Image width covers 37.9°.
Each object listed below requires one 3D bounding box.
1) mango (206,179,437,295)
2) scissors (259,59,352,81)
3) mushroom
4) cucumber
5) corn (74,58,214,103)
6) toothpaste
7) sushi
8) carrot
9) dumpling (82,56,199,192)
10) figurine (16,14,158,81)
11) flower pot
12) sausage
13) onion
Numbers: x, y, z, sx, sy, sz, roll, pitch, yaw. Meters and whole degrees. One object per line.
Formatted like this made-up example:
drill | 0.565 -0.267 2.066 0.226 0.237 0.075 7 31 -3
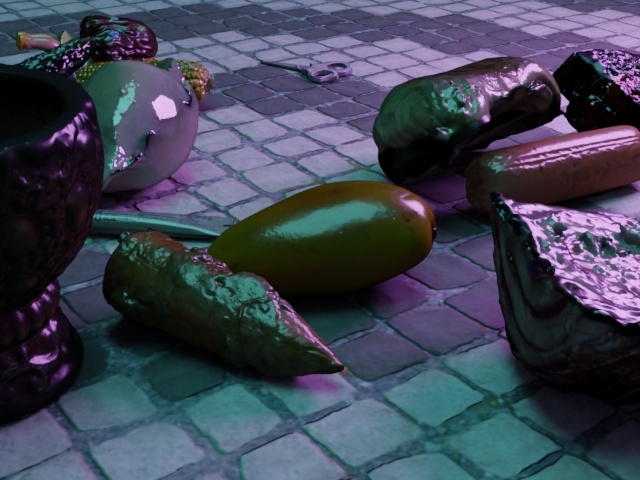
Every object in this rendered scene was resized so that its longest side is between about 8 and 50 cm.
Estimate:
mango | 0.000 0.000 1.014 0.253 0.113 0.138 -11 33 -7
scissors | -0.035 -0.323 1.739 0.189 0.015 0.100 16 33 28
mushroom | 0.196 -0.178 1.243 0.344 0.130 0.247 -25 -1 -44
cucumber | -0.473 -0.257 1.498 0.293 0.068 0.067 -34 42 -31
corn | -0.291 -0.258 1.539 0.238 0.080 0.080 0 27 6
toothpaste | -0.204 -0.020 1.135 0.197 0.029 0.048 3 30 -2
sushi | 0.443 -0.191 1.357 0.172 0.153 0.150 18 35 -41
carrot | -0.090 0.073 0.907 0.263 0.102 0.102 24 34 25
dumpling | -0.286 -0.142 1.253 0.227 0.175 0.243 -19 2 30
figurine | -0.407 -0.335 1.643 0.240 0.116 0.175 -10 29 -20
flower pot | -0.320 0.007 0.822 0.266 0.267 0.266 2 27 -1
sausage | 0.315 -0.094 1.227 0.289 0.086 0.086 -13 30 -23
onion | 0.299 0.073 0.864 0.280 0.146 0.314 11 17 -9
